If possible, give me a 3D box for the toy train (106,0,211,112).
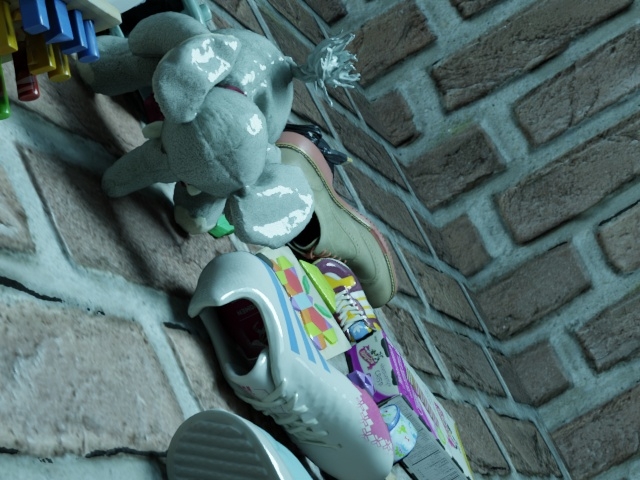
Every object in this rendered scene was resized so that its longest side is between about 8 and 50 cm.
[{"bbox_3d":[-0.237,-0.301,1.950,0.334,0.142,0.190,60,-8,22],"label":"toy train"}]

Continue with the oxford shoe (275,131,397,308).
[{"bbox_3d":[0.000,0.000,2.328,0.348,0.123,0.130,51,37,-28],"label":"oxford shoe"}]

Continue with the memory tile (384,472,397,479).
[{"bbox_3d":[0.101,0.357,1.931,0.113,0.012,0.148,-88,154,-52],"label":"memory tile"}]

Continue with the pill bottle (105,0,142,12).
[{"bbox_3d":[-0.320,-0.456,1.803,0.361,0.204,0.204,63,12,21],"label":"pill bottle"}]

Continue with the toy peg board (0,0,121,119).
[{"bbox_3d":[-0.283,-0.176,1.395,0.161,0.160,0.079,23,53,-71],"label":"toy peg board"}]

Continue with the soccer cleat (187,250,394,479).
[{"bbox_3d":[-0.041,0.167,1.703,0.331,0.116,0.143,55,28,-11],"label":"soccer cleat"}]

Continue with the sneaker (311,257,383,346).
[{"bbox_3d":[0.045,0.106,2.281,0.185,0.069,0.084,52,8,-28],"label":"sneaker"}]

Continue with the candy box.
[{"bbox_3d":[0.135,0.266,2.251,0.233,0.071,0.159,53,12,-33],"label":"candy box"}]

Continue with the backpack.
[{"bbox_3d":[0.055,0.246,1.844,0.084,0.114,0.105,57,12,-10],"label":"backpack"}]

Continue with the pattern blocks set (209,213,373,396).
[{"bbox_3d":[-0.032,0.087,2.004,0.325,0.026,0.285,52,19,-8],"label":"pattern blocks set"}]

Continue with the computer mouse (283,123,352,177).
[{"bbox_3d":[-0.013,-0.155,2.444,0.184,0.060,0.262,18,-8,31],"label":"computer mouse"}]

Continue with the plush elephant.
[{"bbox_3d":[-0.130,-0.119,1.673,0.272,0.330,0.255,64,28,-16],"label":"plush elephant"}]

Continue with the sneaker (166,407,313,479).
[{"bbox_3d":[-0.006,0.316,1.352,0.150,0.135,0.366,30,31,-62],"label":"sneaker"}]
